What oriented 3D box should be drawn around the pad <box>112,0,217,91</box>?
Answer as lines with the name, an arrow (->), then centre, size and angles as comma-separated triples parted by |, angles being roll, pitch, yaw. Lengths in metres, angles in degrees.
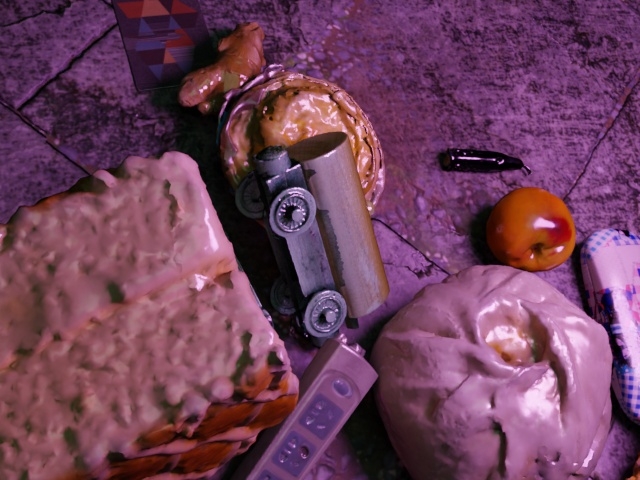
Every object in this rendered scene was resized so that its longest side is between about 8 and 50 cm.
pad -> -0.248, -0.336, 1.301 | 0.143, 0.003, 0.211 | -13, 73, -23

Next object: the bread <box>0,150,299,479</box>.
bread -> -0.235, 0.137, 0.864 | 0.371, 0.390, 0.279 | -28, 72, -10

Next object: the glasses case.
glasses case -> 0.508, 0.135, 1.317 | 0.125, 0.076, 0.327 | -3, 70, -18

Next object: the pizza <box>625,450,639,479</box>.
pizza -> 0.535, 0.343, 1.217 | 0.228, 0.081, 0.290 | -21, 103, -17

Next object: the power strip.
power strip -> -0.030, 0.253, 1.068 | 0.080, 0.048, 0.286 | 42, 77, -19

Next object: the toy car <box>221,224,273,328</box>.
toy car -> -0.141, 0.079, 1.124 | 0.090, 0.076, 0.224 | -23, 75, -21

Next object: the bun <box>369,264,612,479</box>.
bun -> 0.261, 0.199, 1.131 | 0.365, 0.219, 0.365 | 5, 71, -15

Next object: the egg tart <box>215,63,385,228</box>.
egg tart -> -0.016, -0.138, 1.210 | 0.290, 0.107, 0.291 | 5, 78, -27

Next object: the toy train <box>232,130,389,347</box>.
toy train -> 0.005, 0.002, 1.115 | 0.189, 0.126, 0.307 | -24, 116, -14

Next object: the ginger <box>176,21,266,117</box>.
ginger -> -0.130, -0.254, 1.265 | 0.115, 0.081, 0.205 | 30, 61, 6

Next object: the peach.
peach -> 0.335, -0.020, 1.298 | 0.138, 0.138, 0.138 | 7, 67, -16

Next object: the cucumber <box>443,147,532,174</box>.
cucumber -> 0.285, -0.133, 1.376 | 0.163, 0.039, 0.043 | 0, 90, -17
